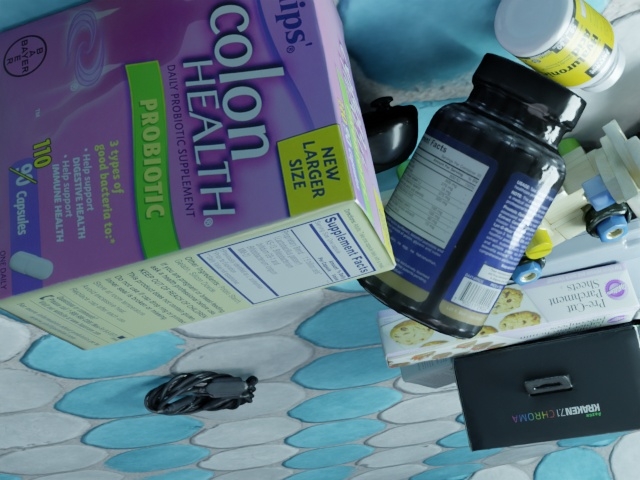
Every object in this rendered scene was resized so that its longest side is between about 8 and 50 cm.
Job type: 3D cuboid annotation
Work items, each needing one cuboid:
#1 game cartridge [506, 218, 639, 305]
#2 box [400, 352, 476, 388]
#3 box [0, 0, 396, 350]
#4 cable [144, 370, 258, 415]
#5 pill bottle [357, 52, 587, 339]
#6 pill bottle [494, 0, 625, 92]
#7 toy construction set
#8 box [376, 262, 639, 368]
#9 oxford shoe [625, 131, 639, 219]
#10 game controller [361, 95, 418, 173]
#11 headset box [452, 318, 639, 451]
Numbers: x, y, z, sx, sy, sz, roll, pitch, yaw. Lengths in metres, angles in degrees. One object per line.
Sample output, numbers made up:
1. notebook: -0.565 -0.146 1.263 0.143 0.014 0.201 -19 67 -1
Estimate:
1. game cartridge: 0.340 0.055 1.225 0.198 0.062 0.297 -12 155 13
2. box: 0.171 0.156 1.312 0.087 0.101 0.102 -25 151 29
3. box: -0.094 -0.064 0.620 0.243 0.213 0.117 -15 155 10
4. cable: -0.198 0.251 1.450 0.184 0.047 0.150 -3 159 -22
5. pill bottle: 0.128 -0.038 0.746 0.123 0.123 0.219 18 104 -45
6. pill bottle: 0.195 -0.159 0.706 0.065 0.065 0.116 -30 149 35
7. toy construction set: 0.199 -0.036 0.888 0.328 0.151 0.215 -18 149 31
8. box: 0.235 0.097 1.140 0.324 0.067 0.063 -11 155 3
9. oxford shoe: 0.367 -0.087 0.906 0.096 0.083 0.227 -8 157 -17
10. game controller: -0.070 -0.059 0.761 0.319 0.067 0.166 -16 179 10
11. headset box: 0.342 0.195 1.229 0.246 0.131 0.283 -14 172 26
